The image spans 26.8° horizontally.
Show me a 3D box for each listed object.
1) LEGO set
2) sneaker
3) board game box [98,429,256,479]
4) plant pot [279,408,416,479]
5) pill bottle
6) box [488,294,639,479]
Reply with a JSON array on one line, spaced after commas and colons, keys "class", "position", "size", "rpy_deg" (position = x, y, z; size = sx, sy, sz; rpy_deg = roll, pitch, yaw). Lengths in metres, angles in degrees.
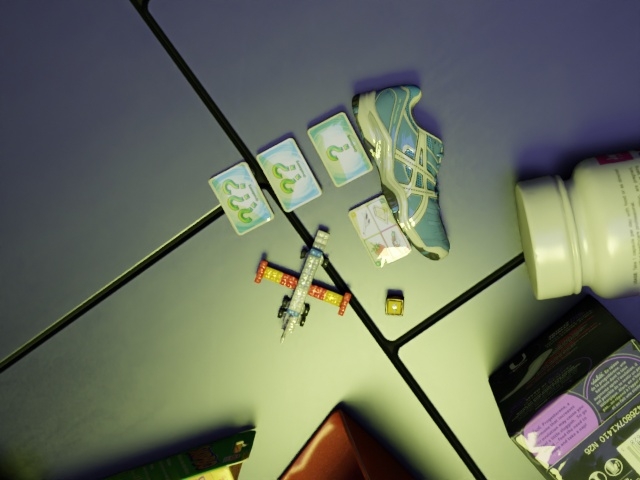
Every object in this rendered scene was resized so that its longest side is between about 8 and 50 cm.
[{"class": "LEGO set", "position": [0.000, 0.000, 1.550], "size": [0.183, 0.060, 0.244], "rpy_deg": [-26, 96, 9]}, {"class": "sneaker", "position": [0.107, -0.078, 1.522], "size": [0.081, 0.080, 0.211], "rpy_deg": [-21, 97, 8]}, {"class": "board game box", "position": [-0.196, 0.287, 1.559], "size": [0.260, 0.124, 0.039], "rpy_deg": [-22, 97, 5]}, {"class": "plant pot", "position": [0.051, 0.398, 1.510], "size": [0.236, 0.267, 0.267], "rpy_deg": [36, 97, -15]}, {"class": "pill bottle", "position": [0.367, -0.023, 1.479], "size": [0.283, 0.160, 0.160], "rpy_deg": [-10, 97, 3]}, {"class": "box", "position": [0.296, 0.181, 1.453], "size": [0.165, 0.270, 0.143], "rpy_deg": [-41, 94, 7]}]
